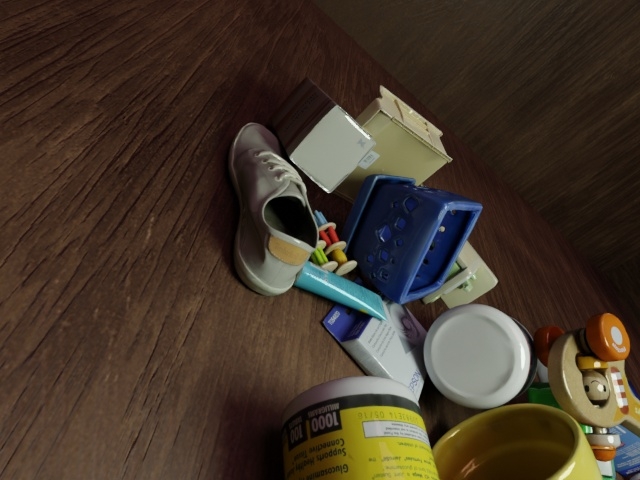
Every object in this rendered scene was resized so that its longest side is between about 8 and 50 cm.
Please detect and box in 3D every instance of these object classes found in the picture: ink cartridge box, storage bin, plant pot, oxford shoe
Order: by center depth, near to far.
[{"bbox_3d":[0.328,0.431,0.744,0.254,0.254,0.239,-26,93,-59],"label":"plant pot"},{"bbox_3d":[-0.087,-0.097,0.913,0.169,0.130,0.449,25,36,-30],"label":"oxford shoe"},{"bbox_3d":[0.128,0.186,0.938,0.224,0.045,0.223,48,30,0],"label":"ink cartridge box"},{"bbox_3d":[0.187,-0.022,1.045,0.212,0.236,0.236,33,22,30],"label":"plant pot"},{"bbox_3d":[0.149,-0.218,1.216,0.260,0.262,0.123,25,40,-33],"label":"storage bin"},{"bbox_3d":[0.831,0.494,1.379,0.395,0.151,0.270,36,32,-22],"label":"ink cartridge box"}]

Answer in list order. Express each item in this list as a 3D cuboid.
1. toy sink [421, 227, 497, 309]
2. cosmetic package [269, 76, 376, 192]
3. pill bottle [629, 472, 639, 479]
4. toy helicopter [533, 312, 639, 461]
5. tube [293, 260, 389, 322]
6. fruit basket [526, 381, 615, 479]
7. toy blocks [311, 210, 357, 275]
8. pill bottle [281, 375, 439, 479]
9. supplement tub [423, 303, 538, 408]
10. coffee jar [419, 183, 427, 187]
[{"bbox_3d":[0.309,0.068,1.198,0.234,0.153,0.131,55,31,10],"label":"toy sink"},{"bbox_3d":[-0.008,-0.252,1.079,0.129,0.153,0.296,38,13,-30],"label":"cosmetic package"},{"bbox_3d":[0.965,0.756,1.230,0.161,0.161,0.283,26,37,-32],"label":"pill bottle"},{"bbox_3d":[0.544,0.312,0.859,0.355,0.140,0.235,36,54,-16],"label":"toy helicopter"},{"bbox_3d":[0.042,0.095,0.900,0.207,0.052,0.080,25,32,-21],"label":"tube"},{"bbox_3d":[0.579,0.445,1.045,0.353,0.165,0.327,29,58,-41],"label":"fruit basket"},{"bbox_3d":[0.000,0.000,0.980,0.123,0.054,0.148,2,53,-51],"label":"toy blocks"},{"bbox_3d":[0.058,0.344,0.530,0.188,0.188,0.334,26,36,-32],"label":"pill bottle"},{"bbox_3d":[0.337,0.236,0.964,0.272,0.191,0.191,25,35,-59],"label":"supplement tub"},{"bbox_3d":[0.335,-0.130,1.527,0.184,0.079,0.096,30,35,-26],"label":"coffee jar"}]
